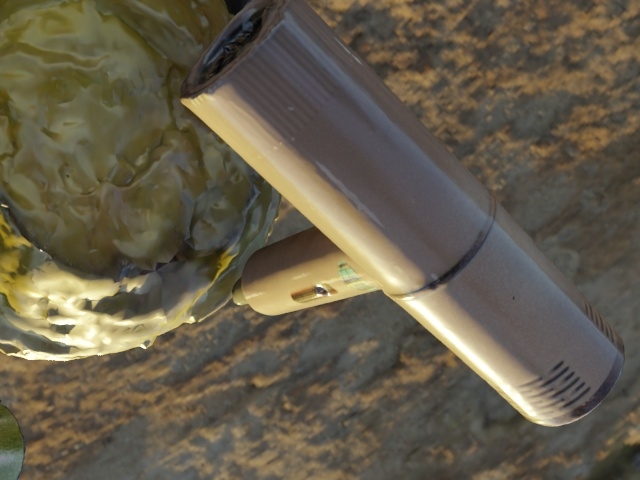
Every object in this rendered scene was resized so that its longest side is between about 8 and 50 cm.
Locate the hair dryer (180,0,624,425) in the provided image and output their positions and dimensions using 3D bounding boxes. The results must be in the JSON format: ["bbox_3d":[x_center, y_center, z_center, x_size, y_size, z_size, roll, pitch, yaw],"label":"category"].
[{"bbox_3d":[-0.010,-0.008,0.438,0.195,0.220,0.054,43,69,-26],"label":"hair dryer"}]

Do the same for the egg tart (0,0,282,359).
[{"bbox_3d":[-0.115,-0.059,0.508,0.231,0.098,0.252,15,84,-20],"label":"egg tart"}]

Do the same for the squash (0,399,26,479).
[{"bbox_3d":[-0.311,0.171,0.809,0.105,0.105,0.132,-38,166,2],"label":"squash"}]
